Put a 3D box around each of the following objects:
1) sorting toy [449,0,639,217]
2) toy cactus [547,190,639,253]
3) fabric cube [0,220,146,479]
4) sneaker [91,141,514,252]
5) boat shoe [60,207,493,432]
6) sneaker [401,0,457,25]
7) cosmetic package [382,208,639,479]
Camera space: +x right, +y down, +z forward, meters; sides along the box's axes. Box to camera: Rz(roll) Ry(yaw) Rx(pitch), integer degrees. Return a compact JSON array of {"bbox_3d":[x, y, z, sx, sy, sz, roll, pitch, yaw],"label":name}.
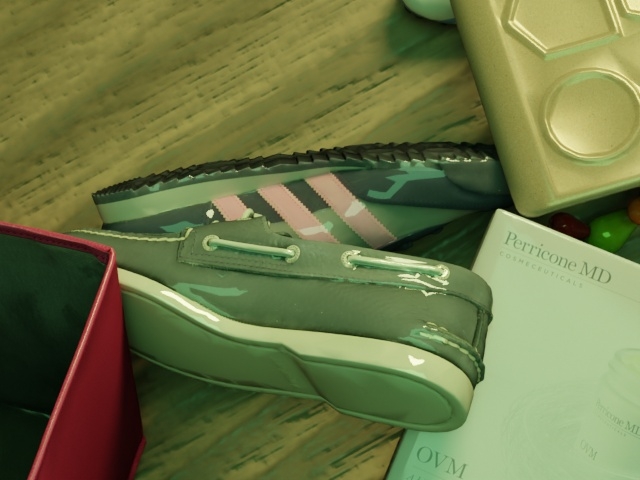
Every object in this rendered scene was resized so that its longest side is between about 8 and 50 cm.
[{"bbox_3d":[0.209,-0.128,0.860,0.208,0.038,0.193,-18,70,10],"label":"sorting toy"},{"bbox_3d":[0.268,-0.075,0.923,0.181,0.112,0.219,24,83,-13],"label":"toy cactus"},{"bbox_3d":[-0.274,0.148,0.798,0.259,0.258,0.254,12,57,4],"label":"fabric cube"},{"bbox_3d":[0.000,0.000,0.928,0.319,0.112,0.131,-7,99,7],"label":"sneaker"},{"bbox_3d":[-0.040,0.036,0.831,0.320,0.116,0.099,13,61,23],"label":"boat shoe"},{"bbox_3d":[0.173,-0.213,0.940,0.237,0.086,0.085,-7,85,4],"label":"sneaker"},{"bbox_3d":[0.180,0.126,0.874,0.224,0.138,0.224,22,84,6],"label":"cosmetic package"}]
